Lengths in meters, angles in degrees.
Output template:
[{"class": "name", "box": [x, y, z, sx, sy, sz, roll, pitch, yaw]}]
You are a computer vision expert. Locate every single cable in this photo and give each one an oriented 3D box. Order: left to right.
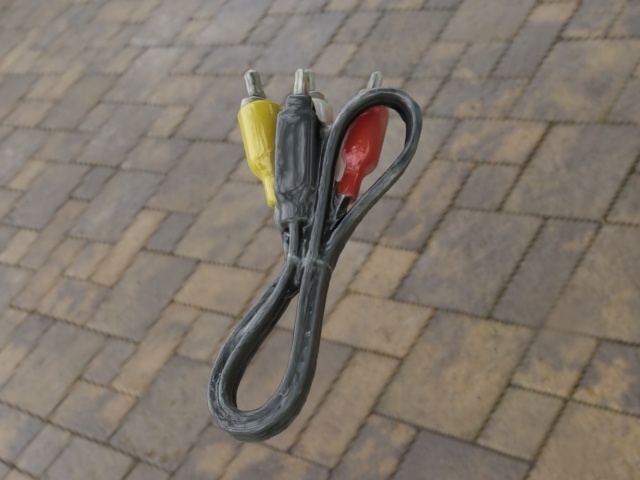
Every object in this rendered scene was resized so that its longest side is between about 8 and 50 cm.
[{"class": "cable", "box": [0.000, 0.000, 0.820, 0.140, 0.072, 0.287, 0, 71, 11]}]
